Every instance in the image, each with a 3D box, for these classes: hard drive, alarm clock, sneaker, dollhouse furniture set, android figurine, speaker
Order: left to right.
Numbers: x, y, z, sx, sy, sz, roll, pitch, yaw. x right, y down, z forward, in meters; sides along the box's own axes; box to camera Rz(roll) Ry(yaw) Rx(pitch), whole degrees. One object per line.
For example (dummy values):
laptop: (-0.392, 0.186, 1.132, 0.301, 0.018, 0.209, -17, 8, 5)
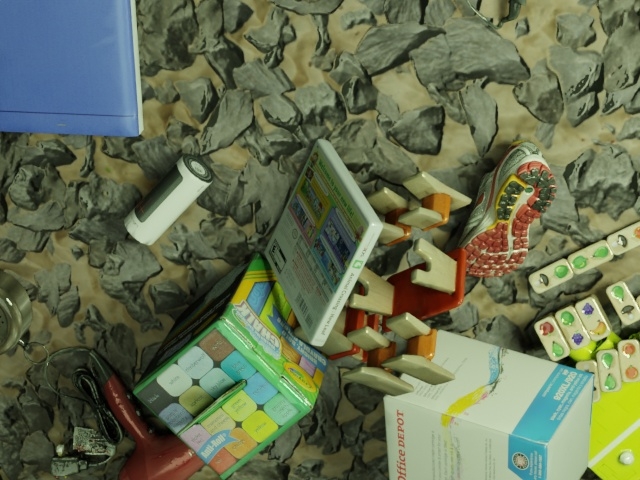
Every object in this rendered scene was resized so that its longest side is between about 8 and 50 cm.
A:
alarm clock: (-0.479, 0.120, 2.003, 0.192, 0.064, 0.129, 39, 114, -11)
hard drive: (-0.350, -0.298, 1.806, 0.210, 0.040, 0.319, 3, 114, 9)
speaker: (-0.210, -0.055, 1.879, 0.055, 0.055, 0.136, 42, 114, -9)
dollhouse furniture set: (0.098, 0.080, 1.790, 0.135, 0.262, 0.259, 26, 149, -32)
sneaker: (0.242, -0.036, 1.798, 0.088, 0.093, 0.225, 14, 132, -17)
android figurine: (0.403, 0.236, 1.896, 0.273, 0.056, 0.248, 42, 113, -7)

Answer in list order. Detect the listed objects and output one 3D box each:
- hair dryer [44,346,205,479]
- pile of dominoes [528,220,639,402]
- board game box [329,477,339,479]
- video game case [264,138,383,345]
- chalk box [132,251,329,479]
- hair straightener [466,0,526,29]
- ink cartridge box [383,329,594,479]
hair dryer: (-0.277, 0.287, 2.026, 0.293, 0.080, 0.224, 8, 114, 7)
pile of dominoes: (0.412, 0.089, 1.799, 0.251, 0.040, 0.196, -27, 90, 15)
board game box: (-0.018, 0.433, 2.072, 0.154, 0.026, 0.103, -24, 107, 19)
video game case: (0.000, 0.000, 1.790, 0.023, 0.212, 0.193, 11, 119, -28)
chalk box: (-0.115, 0.180, 1.834, 0.180, 0.289, 0.179, -40, 101, 23)
hair straightener: (0.218, -0.371, 1.676, 0.089, 0.047, 0.230, 6, 118, 8)
ink cartridge box: (0.225, 0.255, 1.823, 0.232, 0.168, 0.171, 15, 128, 27)
